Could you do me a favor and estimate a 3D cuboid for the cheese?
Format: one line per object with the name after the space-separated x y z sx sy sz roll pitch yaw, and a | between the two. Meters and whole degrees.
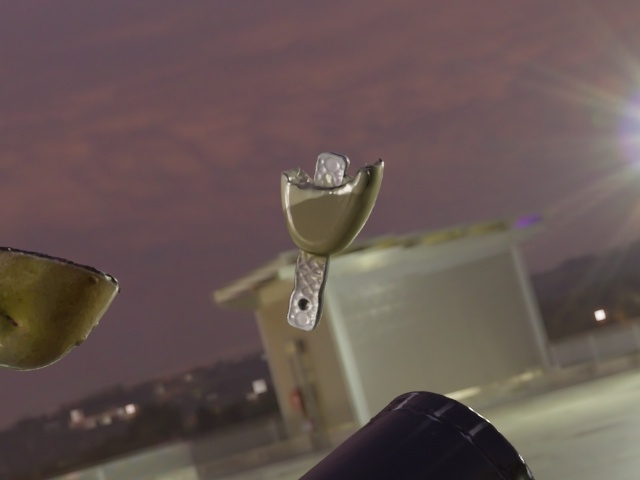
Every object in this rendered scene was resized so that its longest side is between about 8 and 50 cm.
0.000 0.000 1.957 0.127 0.235 0.050 15 17 20 | cheese

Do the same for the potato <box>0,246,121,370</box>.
-0.331 0.086 1.768 0.202 0.117 0.182 8 -21 10 | potato

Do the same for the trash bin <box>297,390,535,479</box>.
0.030 0.294 1.388 0.301 0.203 0.252 -35 26 -35 | trash bin
